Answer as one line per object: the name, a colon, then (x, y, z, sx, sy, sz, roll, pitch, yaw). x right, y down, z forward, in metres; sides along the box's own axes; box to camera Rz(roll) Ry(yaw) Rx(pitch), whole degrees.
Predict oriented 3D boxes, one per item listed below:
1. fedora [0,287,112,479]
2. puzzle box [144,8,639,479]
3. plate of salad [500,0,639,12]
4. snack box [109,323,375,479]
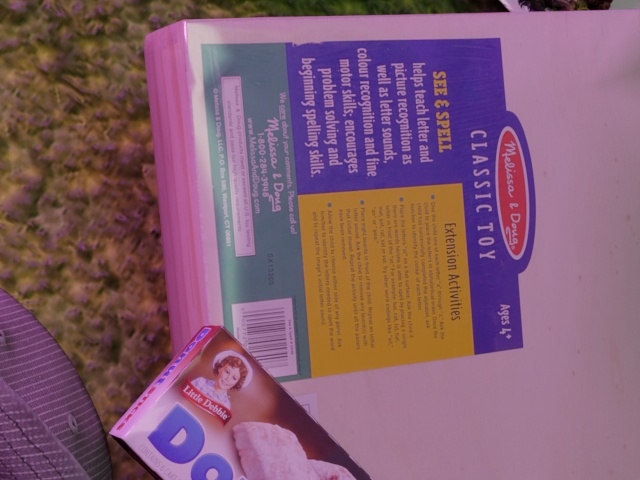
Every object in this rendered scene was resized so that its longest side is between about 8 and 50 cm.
fedora: (-0.184, 0.082, 0.581, 0.275, 0.244, 0.124, 45, 30, -14)
puzzle box: (0.065, 0.092, 0.716, 0.272, 0.052, 0.409, -5, 92, -27)
plate of salad: (0.164, -0.211, 0.922, 0.200, 0.048, 0.200, 11, 68, -30)
snack box: (-0.009, 0.119, 0.634, 0.178, 0.022, 0.064, 48, 72, -20)
